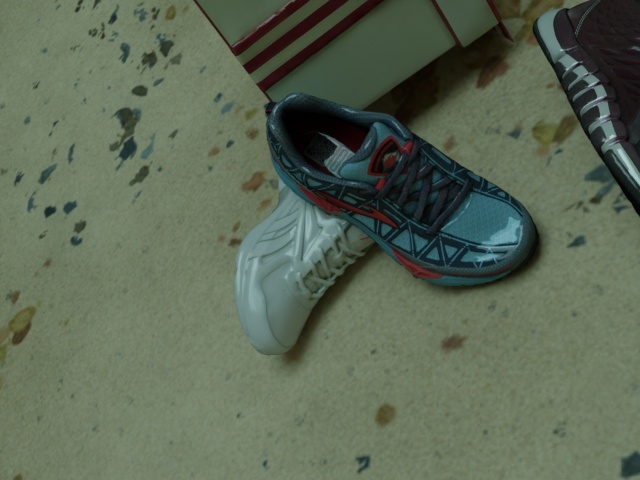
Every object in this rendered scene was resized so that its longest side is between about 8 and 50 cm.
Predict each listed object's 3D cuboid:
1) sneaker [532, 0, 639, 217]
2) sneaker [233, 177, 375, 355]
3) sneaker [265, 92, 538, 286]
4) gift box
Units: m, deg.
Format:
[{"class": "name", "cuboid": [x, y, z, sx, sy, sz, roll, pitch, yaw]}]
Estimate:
[{"class": "sneaker", "cuboid": [0.283, -0.129, 0.915, 0.163, 0.106, 0.281, -31, 46, 16]}, {"class": "sneaker", "cuboid": [0.000, 0.000, 1.074, 0.115, 0.090, 0.232, 5, 67, 38]}, {"class": "sneaker", "cuboid": [0.059, -0.045, 0.977, 0.262, 0.125, 0.104, 25, 81, 15]}, {"class": "gift box", "cuboid": [0.021, -0.263, 1.098, 0.258, 0.255, 0.276, -35, 39, 6]}]
